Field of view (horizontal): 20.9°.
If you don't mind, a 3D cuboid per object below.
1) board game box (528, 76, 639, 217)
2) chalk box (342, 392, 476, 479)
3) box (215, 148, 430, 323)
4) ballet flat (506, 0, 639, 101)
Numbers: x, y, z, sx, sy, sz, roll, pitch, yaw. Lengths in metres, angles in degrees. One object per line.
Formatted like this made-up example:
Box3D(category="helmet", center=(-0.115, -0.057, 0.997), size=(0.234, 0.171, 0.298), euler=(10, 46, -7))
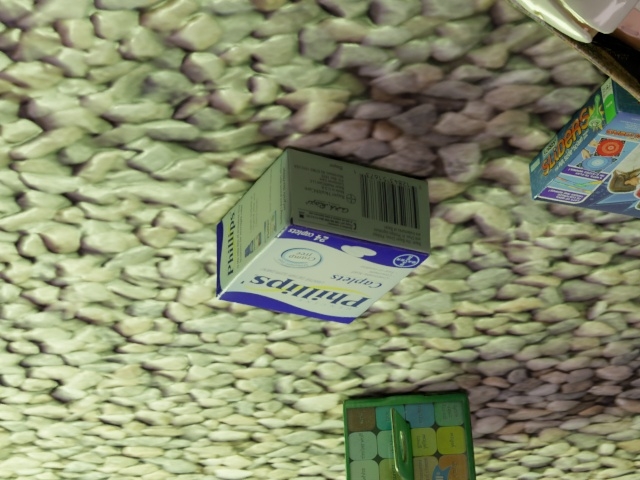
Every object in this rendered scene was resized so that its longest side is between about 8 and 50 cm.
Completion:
Box3D(category="board game box", center=(0.279, -0.061, 1.319), size=(0.201, 0.035, 0.136), euler=(9, 149, -20))
Box3D(category="chalk box", center=(0.092, 0.236, 1.752), size=(0.132, 0.132, 0.213), euler=(-3, 153, 2))
Box3D(category="box", center=(0.000, 0.000, 1.371), size=(0.126, 0.072, 0.137), euler=(12, 149, -24))
Box3D(category="ballet flat", center=(0.189, -0.133, 0.988), size=(0.348, 0.123, 0.123), euler=(34, 139, -17))
